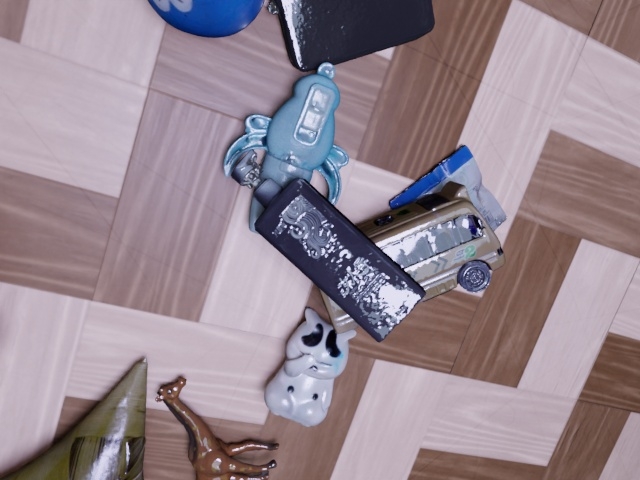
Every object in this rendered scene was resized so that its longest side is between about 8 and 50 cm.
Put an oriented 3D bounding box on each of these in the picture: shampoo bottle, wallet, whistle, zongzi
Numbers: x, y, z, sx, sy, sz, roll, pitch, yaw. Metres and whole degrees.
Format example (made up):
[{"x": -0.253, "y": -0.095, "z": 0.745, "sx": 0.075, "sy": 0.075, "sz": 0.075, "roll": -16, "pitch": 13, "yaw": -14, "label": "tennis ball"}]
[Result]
[{"x": -0.001, "y": 0.000, "z": 0.694, "sx": 0.309, "sy": 0.071, "sz": 0.098, "roll": 43, "pitch": 99, "yaw": 2, "label": "shampoo bottle"}, {"x": 0.047, "y": -0.347, "z": 0.738, "sx": 0.250, "sy": 0.044, "sz": 0.149, "roll": -22, "pitch": 113, "yaw": -9, "label": "wallet"}, {"x": -0.038, "y": -0.133, "z": 0.748, "sx": 0.186, "sy": 0.093, "sz": 0.273, "roll": 20, "pitch": 102, "yaw": -17, "label": "whistle"}, {"x": -0.408, "y": 0.330, "z": 0.762, "sx": 0.274, "sy": 0.145, "sz": 0.299, "roll": 3, "pitch": 87, "yaw": -10, "label": "zongzi"}]

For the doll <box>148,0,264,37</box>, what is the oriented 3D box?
[{"x": -0.126, "y": -0.386, "z": 0.619, "sx": 0.216, "sy": 0.161, "sz": 0.256, "roll": 13, "pitch": 90, "yaw": 10, "label": "doll"}]

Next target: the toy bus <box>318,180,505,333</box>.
[{"x": 0.130, "y": 0.026, "z": 0.797, "sx": 0.290, "sy": 0.139, "sz": 0.157, "roll": -22, "pitch": 105, "yaw": 2, "label": "toy bus"}]

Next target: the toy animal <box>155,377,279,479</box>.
[{"x": -0.181, "y": 0.350, "z": 0.850, "sx": 0.230, "sy": 0.066, "sz": 0.224, "roll": 15, "pitch": 100, "yaw": -14, "label": "toy animal"}]

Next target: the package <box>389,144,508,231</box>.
[{"x": 0.229, "y": -0.052, "z": 0.876, "sx": 0.171, "sy": 0.027, "sz": 0.173, "roll": -36, "pitch": 109, "yaw": 0, "label": "package"}]

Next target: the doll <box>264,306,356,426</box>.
[{"x": -0.019, "y": 0.219, "z": 0.835, "sx": 0.111, "sy": 0.107, "sz": 0.180, "roll": 23, "pitch": 99, "yaw": 0, "label": "doll"}]
